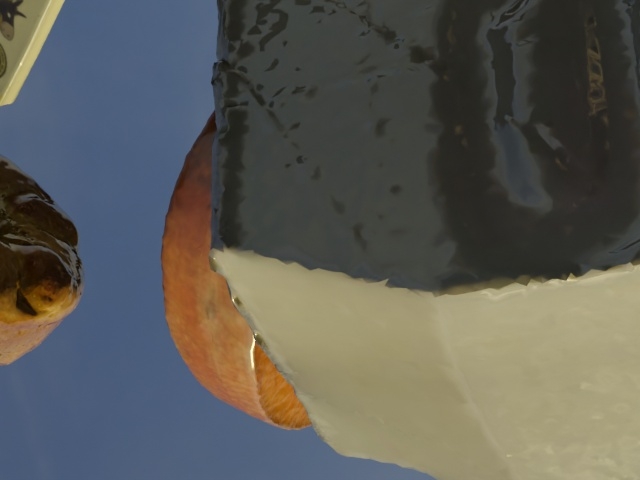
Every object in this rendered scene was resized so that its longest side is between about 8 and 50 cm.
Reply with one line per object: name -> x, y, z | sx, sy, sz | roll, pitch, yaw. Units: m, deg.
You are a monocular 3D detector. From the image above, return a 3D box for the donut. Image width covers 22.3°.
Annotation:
donut -> -0.386, -0.008, 1.635 | 0.299, 0.150, 0.317 | 20, -153, -32

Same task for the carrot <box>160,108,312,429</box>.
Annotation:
carrot -> 0.000, 0.000, 1.206 | 0.258, 0.100, 0.307 | -19, -51, -44

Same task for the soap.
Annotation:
soap -> 0.173, -0.052, 0.848 | 0.213, 0.435, 0.350 | 60, -154, -50

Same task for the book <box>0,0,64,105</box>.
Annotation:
book -> -0.305, -0.286, 1.510 | 0.202, 0.264, 0.027 | 49, -141, 16
